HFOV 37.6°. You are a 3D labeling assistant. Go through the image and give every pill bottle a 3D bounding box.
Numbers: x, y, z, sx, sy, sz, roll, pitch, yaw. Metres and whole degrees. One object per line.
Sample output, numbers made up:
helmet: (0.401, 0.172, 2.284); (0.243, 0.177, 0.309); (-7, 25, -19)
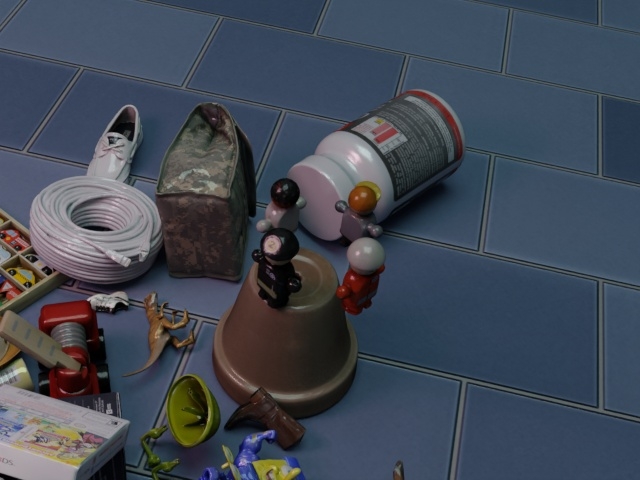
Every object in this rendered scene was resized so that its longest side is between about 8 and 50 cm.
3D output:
pill bottle: (0.116, -0.157, 1.953); (0.210, 0.210, 0.363); (38, 52, 26)

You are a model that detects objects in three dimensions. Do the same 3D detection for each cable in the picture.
cable: (-0.427, -0.025, 1.810); (0.257, 0.089, 0.257); (19, 33, 3)

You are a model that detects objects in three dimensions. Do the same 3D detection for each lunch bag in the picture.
lunch bag: (-0.212, -0.101, 1.834); (0.168, 0.235, 0.287); (3, 46, 2)

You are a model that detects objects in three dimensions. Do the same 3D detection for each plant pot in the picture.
plant pot: (-0.052, 0.140, 1.625); (0.263, 0.229, 0.263); (5, 46, -5)

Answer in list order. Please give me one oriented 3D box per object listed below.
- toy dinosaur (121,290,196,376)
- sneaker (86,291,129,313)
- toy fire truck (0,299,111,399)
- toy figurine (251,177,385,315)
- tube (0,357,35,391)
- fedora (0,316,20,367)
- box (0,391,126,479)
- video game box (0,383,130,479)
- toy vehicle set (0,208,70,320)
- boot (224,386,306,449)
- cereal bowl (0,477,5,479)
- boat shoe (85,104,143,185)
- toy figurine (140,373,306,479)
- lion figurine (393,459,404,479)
toy dinosaur: (-0.285, 0.177, 1.685); (0.112, 0.064, 0.211); (-13, 37, 4)
sneaker: (-0.394, 0.119, 1.735); (0.083, 0.032, 0.037); (-13, 49, -19)
toy fire truck: (-0.427, 0.173, 1.524); (0.158, 0.246, 0.217); (-6, 47, -14)
toy figurine: (0.000, 0.000, 1.503); (0.213, 0.148, 0.210); (6, 46, -2)
tube: (-0.597, 0.267, 1.548); (0.240, 0.070, 0.062); (-22, 92, -23)
fedora: (-0.597, 0.165, 1.590); (0.194, 0.079, 0.194); (-9, 29, 5)
box: (-0.406, 0.328, 1.441); (0.207, 0.153, 0.108); (-4, 46, -12)
video game box: (-0.392, 0.269, 1.296); (0.205, 0.048, 0.187); (15, 8, 8)
toy vehicle set: (-0.623, 0.031, 1.786); (0.267, 0.035, 0.166); (33, 50, 23)
boot: (-0.092, 0.316, 1.575); (0.114, 0.106, 0.037); (45, 22, -3)
cereal bowl: (-0.481, 0.406, 1.236); (0.339, 0.339, 0.141); (13, 33, 5)
boat shoe: (-0.441, -0.191, 1.997); (0.095, 0.084, 0.258); (6, 45, -2)
toy figurine: (-0.111, 0.391, 1.470); (0.217, 0.191, 0.362); (15, 28, -38)
lion figurine: (0.138, 0.509, 1.353); (0.240, 0.142, 0.392); (27, 44, 8)
